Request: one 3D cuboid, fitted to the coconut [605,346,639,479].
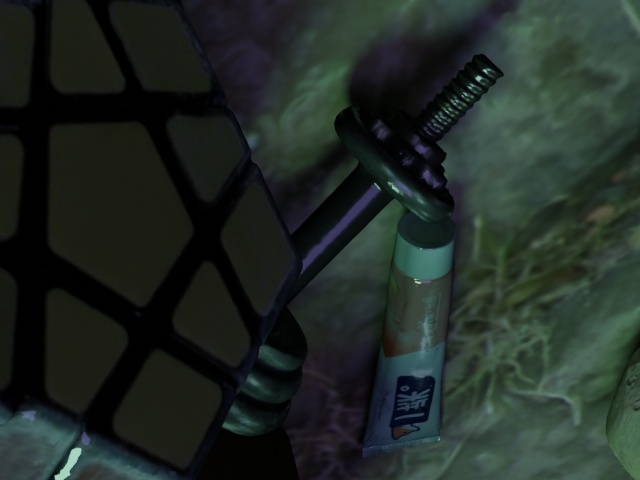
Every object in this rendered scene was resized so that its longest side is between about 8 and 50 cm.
[{"bbox_3d":[0.249,0.108,0.777,0.110,0.110,0.124,-1,136,-15],"label":"coconut"}]

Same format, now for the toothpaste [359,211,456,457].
[{"bbox_3d":[0.057,0.067,0.738,0.056,0.036,0.205,-6,134,-9],"label":"toothpaste"}]

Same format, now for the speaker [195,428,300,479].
[{"bbox_3d":[-0.089,0.242,0.710,0.193,0.230,0.153,2,128,-18],"label":"speaker"}]

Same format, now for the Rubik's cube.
[{"bbox_3d":[-0.169,0.019,0.480,0.264,0.319,0.319,-29,136,-26],"label":"Rubik's cube"}]

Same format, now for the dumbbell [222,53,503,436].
[{"bbox_3d":[0.000,0.000,0.627,0.254,0.110,0.110,-45,126,13],"label":"dumbbell"}]
